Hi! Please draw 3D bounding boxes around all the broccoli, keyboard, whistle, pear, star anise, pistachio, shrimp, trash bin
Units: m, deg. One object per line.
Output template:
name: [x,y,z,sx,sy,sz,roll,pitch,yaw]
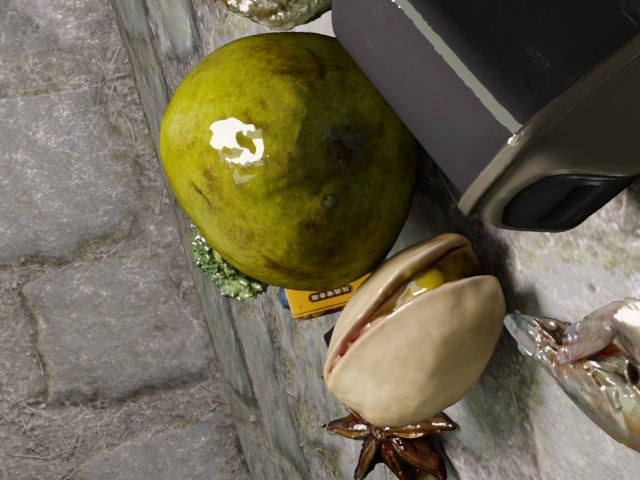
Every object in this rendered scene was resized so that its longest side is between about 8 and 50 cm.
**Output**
broccoli: [-0.112,-0.047,1.547,0.235,0.260,0.288,-108,14,-48]
keyboard: [0.044,0.199,1.681,0.074,0.015,0.196,64,161,10]
whistle: [-0.026,0.090,1.702,0.304,0.062,0.062,143,107,-71]
pear: [-0.034,-0.109,1.131,0.413,0.352,0.352,-168,62,-71]
star anise: [0.121,0.294,1.411,0.272,0.102,0.272,15,117,31]
pistachio: [0.118,0.115,1.094,0.193,0.214,0.318,61,147,31]
shrimp: [0.289,0.117,0.849,0.317,0.062,0.164,35,136,54]
trash bin: [0.150,-0.146,0.725,0.290,0.182,0.209,50,169,9]

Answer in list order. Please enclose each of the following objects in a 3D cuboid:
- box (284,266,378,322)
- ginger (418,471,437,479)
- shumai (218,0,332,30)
box: [0.000,0.000,1.397,0.070,0.152,0.237,-24,-81,-73]
ginger: [0.173,0.473,1.515,0.176,0.052,0.193,10,118,63]
shumai: [-0.046,-0.356,1.147,0.203,0.222,0.272,83,-174,-61]
